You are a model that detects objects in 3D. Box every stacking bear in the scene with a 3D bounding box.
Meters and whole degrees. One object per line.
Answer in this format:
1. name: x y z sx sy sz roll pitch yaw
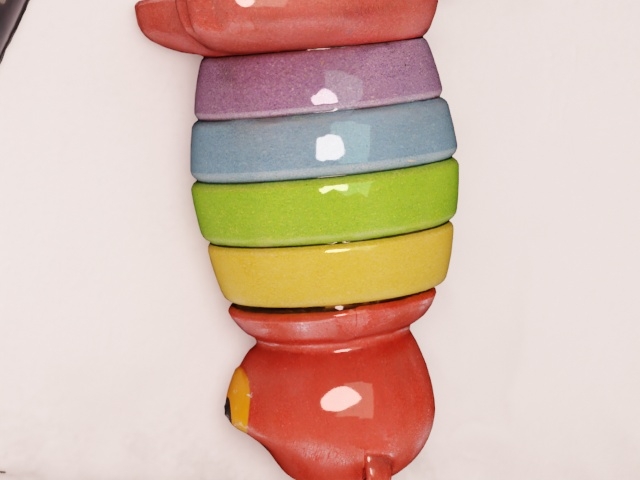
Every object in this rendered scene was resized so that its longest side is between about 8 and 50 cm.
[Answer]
1. stacking bear: 0.000 0.000 0.982 0.164 0.175 0.289 -7 98 -17

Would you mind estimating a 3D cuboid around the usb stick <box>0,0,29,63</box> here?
1. usb stick: -0.170 -0.211 0.979 0.077 0.045 0.278 29 74 -26
